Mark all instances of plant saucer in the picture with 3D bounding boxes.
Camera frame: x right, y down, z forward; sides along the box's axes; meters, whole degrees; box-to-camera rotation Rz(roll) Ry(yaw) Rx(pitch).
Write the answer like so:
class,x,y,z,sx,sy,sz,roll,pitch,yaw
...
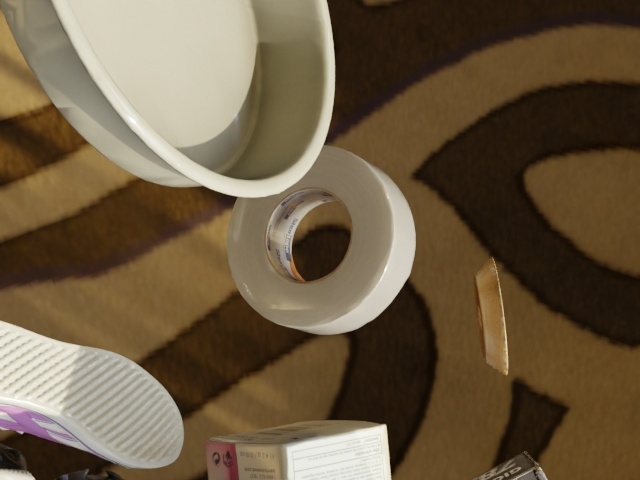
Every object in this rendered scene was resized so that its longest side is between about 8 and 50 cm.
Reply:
class,x,y,z,sx,sy,sz,roll,pitch,yaw
plant saucer,0.118,0.053,1.012,0.015,0.083,0.083,-7,61,3

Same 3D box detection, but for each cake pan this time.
class,x,y,z,sx,sy,sz,roll,pitch,yaw
cake pan,-0.092,-0.160,0.862,0.054,0.293,0.293,-17,56,30

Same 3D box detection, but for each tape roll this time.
class,x,y,z,sx,sy,sz,roll,pitch,yaw
tape roll,0.000,0.000,1.717,0.219,0.072,0.219,-5,78,25

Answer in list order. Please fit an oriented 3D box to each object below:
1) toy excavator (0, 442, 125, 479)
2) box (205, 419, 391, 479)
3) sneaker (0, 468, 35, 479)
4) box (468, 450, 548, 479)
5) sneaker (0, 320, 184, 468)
class,x,y,z,sx,sy,sz,roll,pitch,yaw
toy excavator,-0.342,0.471,1.598,0.445,0.433,0.222,-46,39,23
box,-0.015,0.305,1.454,0.149,0.127,0.232,-4,89,-42
sneaker,-0.296,0.224,0.858,0.281,0.105,0.115,-19,74,11
box,0.126,0.385,1.292,0.295,0.073,0.293,-27,96,-1
sneaker,-0.285,0.163,1.479,0.282,0.161,0.102,31,56,-28
